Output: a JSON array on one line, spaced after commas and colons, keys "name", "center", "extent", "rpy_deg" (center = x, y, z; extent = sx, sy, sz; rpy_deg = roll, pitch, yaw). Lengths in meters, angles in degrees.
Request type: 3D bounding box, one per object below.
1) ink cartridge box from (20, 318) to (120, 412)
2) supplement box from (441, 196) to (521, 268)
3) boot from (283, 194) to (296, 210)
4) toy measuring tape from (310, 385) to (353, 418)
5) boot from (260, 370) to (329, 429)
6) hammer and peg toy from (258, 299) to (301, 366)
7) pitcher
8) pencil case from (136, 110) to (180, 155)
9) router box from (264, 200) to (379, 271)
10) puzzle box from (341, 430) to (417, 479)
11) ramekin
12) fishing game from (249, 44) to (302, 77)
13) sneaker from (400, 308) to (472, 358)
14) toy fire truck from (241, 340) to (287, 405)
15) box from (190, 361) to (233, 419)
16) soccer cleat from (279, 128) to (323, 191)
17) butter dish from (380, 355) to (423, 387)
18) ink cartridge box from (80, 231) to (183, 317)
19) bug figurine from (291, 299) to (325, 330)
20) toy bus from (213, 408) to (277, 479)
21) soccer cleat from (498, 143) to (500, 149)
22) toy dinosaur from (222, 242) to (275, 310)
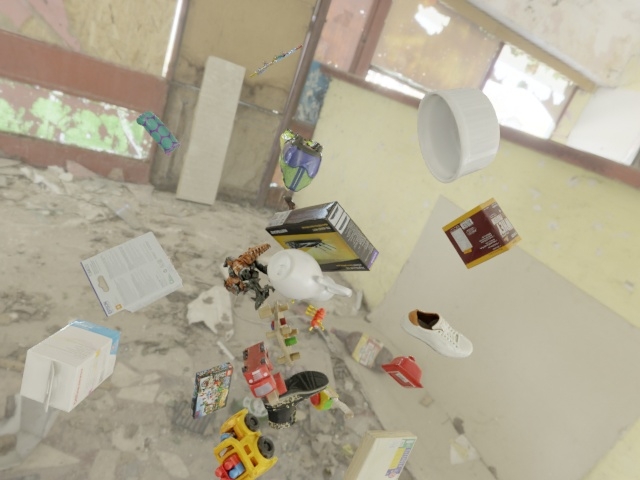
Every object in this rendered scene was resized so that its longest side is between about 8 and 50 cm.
[{"name": "ink cartridge box", "center": [-0.435, 0.216, 0.722], "extent": [0.089, 0.092, 0.143], "rpy_deg": [18, 13, 2]}, {"name": "supplement box", "center": [0.620, -0.026, 1.608], "extent": [0.129, 0.191, 0.194], "rpy_deg": [-23, 79, -42]}, {"name": "boot", "center": [-0.139, -0.137, 1.894], "extent": [0.037, 0.114, 0.106], "rpy_deg": [-14, 43, -16]}, {"name": "toy measuring tape", "center": [0.040, 0.775, 1.959], "extent": [0.121, 0.122, 0.330], "rpy_deg": [8, 9, -33]}, {"name": "boot", "center": [-0.085, 0.552, 1.440], "extent": [0.236, 0.179, 0.085], "rpy_deg": [-12, 36, -16]}, {"name": "hammer and peg toy", "center": [-0.204, 0.428, 2.124], "extent": [0.127, 0.362, 0.266], "rpy_deg": [-16, 29, 1]}, {"name": "pitcher", "center": [-0.027, 0.103, 1.097], "extent": [0.177, 0.126, 0.207], "rpy_deg": [4, -20, 34]}, {"name": "pencil case", "center": [-0.565, -0.374, 1.451], "extent": [0.152, 0.070, 0.064], "rpy_deg": [50, 37, -13]}, {"name": "router box", "center": [0.000, 0.000, 1.360], "extent": [0.308, 0.081, 0.243], "rpy_deg": [-6, -45, 48]}, {"name": "puzzle box", "center": [0.227, 0.876, 1.617], "extent": [0.052, 0.272, 0.409], "rpy_deg": [23, -7, 40]}, {"name": "ramekin", "center": [0.411, -0.322, 1.254], "extent": [0.135, 0.277, 0.277], "rpy_deg": [-15, 29, -8]}, {"name": "fishing game", "center": [-0.184, -0.716, 1.645], "extent": [0.189, 0.041, 0.264], "rpy_deg": [-11, 31, 37]}, {"name": "sneaker", "center": [0.443, 0.339, 1.516], "extent": [0.290, 0.123, 0.106], "rpy_deg": [24, 52, -5]}, {"name": "toy fire truck", "center": [-0.108, 0.277, 0.828], "extent": [0.047, 0.135, 0.192], "rpy_deg": [-23, 8, -7]}, {"name": "box", "center": [-0.476, 0.657, 1.824], "extent": [0.159, 0.233, 0.044], "rpy_deg": [-8, 32, -41]}, {"name": "soccer cleat", "center": [-0.060, -0.175, 0.926], "extent": [0.093, 0.121, 0.289], "rpy_deg": [23, 12, -13]}, {"name": "butter dish", "center": [0.370, 0.552, 1.796], "extent": [0.160, 0.160, 0.118], "rpy_deg": [42, 62, -4]}, {"name": "ink cartridge box", "center": [-0.835, 0.151, 1.850], "extent": [0.330, 0.071, 0.324], "rpy_deg": [-28, 63, -24]}, {"name": "bug figurine", "center": [-0.022, 0.198, 1.554], "extent": [0.072, 0.279, 0.216], "rpy_deg": [6, 53, 30]}, {"name": "toy bus", "center": [-0.287, 0.719, 1.413], "extent": [0.220, 0.149, 0.211], "rpy_deg": [54, 18, 17]}, {"name": "soccer cleat", "center": [0.555, -0.306, 1.567], "extent": [0.095, 0.247, 0.083], "rpy_deg": [53, 39, -29]}, {"name": "toy dinosaur", "center": [-0.259, 0.123, 1.517], "extent": [0.218, 0.322, 0.164], "rpy_deg": [41, 63, 3]}]
